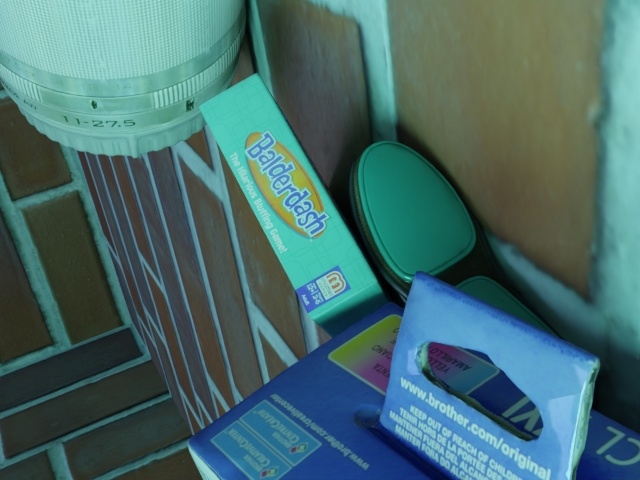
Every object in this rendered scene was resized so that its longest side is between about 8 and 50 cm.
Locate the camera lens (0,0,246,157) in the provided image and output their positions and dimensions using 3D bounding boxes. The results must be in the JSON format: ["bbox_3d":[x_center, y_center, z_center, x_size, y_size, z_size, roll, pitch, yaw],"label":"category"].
[{"bbox_3d":[-0.167,-0.227,0.648,0.219,0.220,0.274,59,159,27],"label":"camera lens"}]

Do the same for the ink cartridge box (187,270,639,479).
[{"bbox_3d":[0.092,0.209,0.403,0.270,0.151,0.395,27,143,51],"label":"ink cartridge box"}]

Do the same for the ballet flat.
[{"bbox_3d":[0.076,0.031,0.494,0.203,0.074,0.074,56,157,29],"label":"ballet flat"}]

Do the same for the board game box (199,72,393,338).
[{"bbox_3d":[0.000,0.000,0.587,0.160,0.047,0.210,61,-177,21],"label":"board game box"}]
